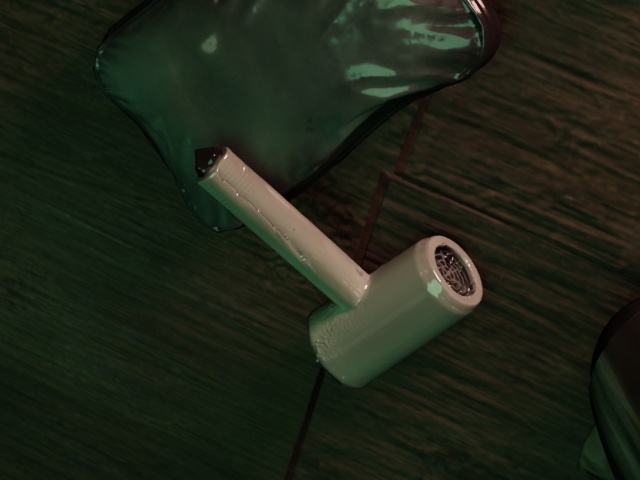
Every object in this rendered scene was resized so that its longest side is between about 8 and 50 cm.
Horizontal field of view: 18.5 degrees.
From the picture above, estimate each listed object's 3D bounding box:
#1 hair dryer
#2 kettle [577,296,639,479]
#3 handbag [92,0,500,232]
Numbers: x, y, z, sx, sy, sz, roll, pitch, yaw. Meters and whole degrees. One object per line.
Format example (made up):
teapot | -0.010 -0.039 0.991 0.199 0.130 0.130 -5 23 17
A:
hair dryer | 0.000 0.000 1.487 0.236 0.073 0.131 43 122 -18
kettle | 0.292 0.122 1.353 0.271 0.207 0.251 50 146 42
handbag | -0.022 -0.146 1.462 0.332 0.075 0.192 -33 93 35
